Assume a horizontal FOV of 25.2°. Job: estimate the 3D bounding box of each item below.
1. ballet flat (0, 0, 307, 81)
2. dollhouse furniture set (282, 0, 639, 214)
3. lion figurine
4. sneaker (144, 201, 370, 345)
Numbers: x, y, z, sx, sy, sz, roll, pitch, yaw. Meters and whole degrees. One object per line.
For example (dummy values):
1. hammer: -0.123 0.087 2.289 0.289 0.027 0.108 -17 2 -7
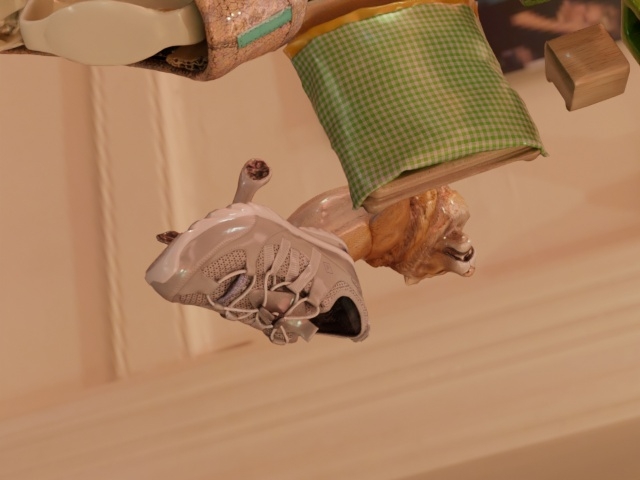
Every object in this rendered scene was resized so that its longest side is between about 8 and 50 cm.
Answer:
1. ballet flat: -0.162 -0.149 0.838 0.106 0.316 0.108 -52 139 -42
2. dollhouse furniture set: 0.129 -0.177 1.101 0.151 0.301 0.198 83 -15 -54
3. lion figurine: 0.000 0.000 1.583 0.240 0.392 0.142 101 -33 -54
4. sneaker: -0.041 0.041 1.338 0.281 0.105 0.115 5 45 -51
